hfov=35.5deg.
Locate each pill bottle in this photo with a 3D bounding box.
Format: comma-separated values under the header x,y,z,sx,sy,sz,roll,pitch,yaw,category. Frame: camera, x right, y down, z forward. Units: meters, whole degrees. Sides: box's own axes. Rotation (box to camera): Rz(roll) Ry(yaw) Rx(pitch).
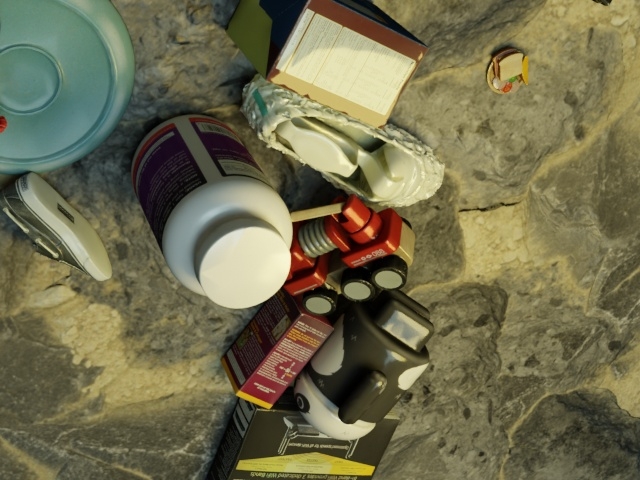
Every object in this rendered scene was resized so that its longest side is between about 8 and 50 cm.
x,y,z,sx,sy,sz,roll,pitch,yaw,category
-0.152,-0.041,1.415,0.182,0.323,0.181,-11,123,-17,pill bottle

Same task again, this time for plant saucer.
x,y,z,sx,sy,sz,roll,pitch,yaw,category
-0.408,-0.225,1.367,0.318,0.043,0.317,-11,122,-17,plant saucer

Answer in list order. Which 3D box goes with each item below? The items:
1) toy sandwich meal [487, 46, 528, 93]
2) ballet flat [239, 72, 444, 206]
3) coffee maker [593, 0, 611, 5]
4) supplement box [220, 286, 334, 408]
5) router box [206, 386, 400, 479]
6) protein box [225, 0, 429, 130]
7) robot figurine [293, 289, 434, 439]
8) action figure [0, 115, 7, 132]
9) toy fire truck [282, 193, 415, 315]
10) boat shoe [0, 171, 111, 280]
x,y,z,sx,sy,sz,roll,pitch,yaw,category
0.314,-0.279,1.654,0.086,0.029,0.085,-11,123,-17,toy sandwich meal
0.047,-0.128,1.567,0.409,0.147,0.147,23,108,-33,ballet flat
0.459,-0.461,1.550,0.171,0.120,0.178,23,109,-34,coffee maker
-0.077,0.181,1.722,0.081,0.104,0.188,30,105,-35,supplement box
-0.034,0.400,1.890,0.309,0.081,0.242,10,115,-28,router box
0.006,-0.284,1.411,0.201,0.200,0.136,19,111,-32,protein box
0.073,0.213,1.723,0.278,0.173,0.209,-52,153,15,robot figurine
-0.444,-0.188,1.268,0.092,0.139,0.280,2,121,-23,action figure
0.000,0.000,1.572,0.217,0.158,0.246,-22,128,32,toy fire truck
-0.394,-0.012,1.489,0.070,0.077,0.219,-25,129,12,boat shoe
